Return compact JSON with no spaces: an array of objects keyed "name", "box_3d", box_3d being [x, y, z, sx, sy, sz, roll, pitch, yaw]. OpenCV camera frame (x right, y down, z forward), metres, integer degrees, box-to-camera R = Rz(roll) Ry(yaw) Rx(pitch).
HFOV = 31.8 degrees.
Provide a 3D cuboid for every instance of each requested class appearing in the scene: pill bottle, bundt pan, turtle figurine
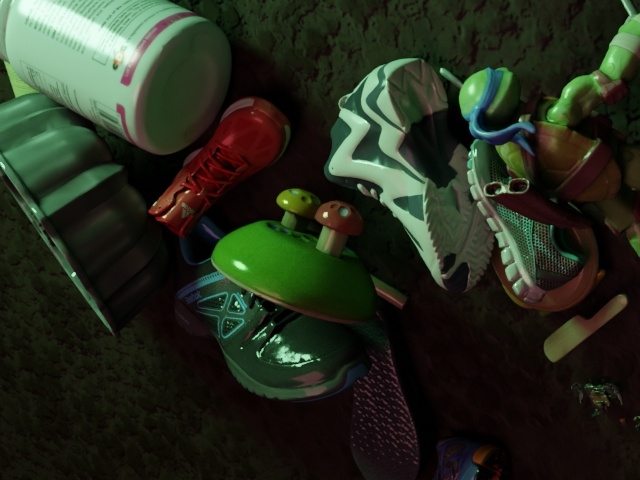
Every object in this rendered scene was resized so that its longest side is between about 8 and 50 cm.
[{"name":"pill bottle","box_3d":[-0.255,-0.224,1.290,0.283,0.160,0.160,29,132,25]},{"name":"bundt pan","box_3d":[-0.300,-0.048,1.404,0.331,0.124,0.331,50,166,17]},{"name":"turtle figurine","box_3d":[0.252,-0.102,0.962,0.266,0.275,0.198,36,115,-9]}]

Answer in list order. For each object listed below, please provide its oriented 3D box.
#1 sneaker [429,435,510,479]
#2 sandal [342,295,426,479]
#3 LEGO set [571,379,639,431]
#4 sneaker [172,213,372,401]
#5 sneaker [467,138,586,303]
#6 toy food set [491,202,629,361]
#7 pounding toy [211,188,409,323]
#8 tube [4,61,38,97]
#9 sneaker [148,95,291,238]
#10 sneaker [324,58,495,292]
[{"name":"sneaker","box_3d":[0.153,0.328,1.325,0.087,0.083,0.221,30,107,45]},{"name":"sandal","box_3d":[0.081,0.182,1.341,0.097,0.054,0.255,2,108,33]},{"name":"LEGO set","box_3d":[0.299,0.163,1.152,0.083,0.023,0.054,38,139,-2]},{"name":"sneaker","box_3d":[-0.077,0.077,1.315,0.340,0.125,0.140,24,131,44]},{"name":"sneaker","box_3d":[0.198,-0.028,1.064,0.076,0.065,0.167,-25,89,29]},{"name":"toy food set","box_3d":[0.221,0.011,1.115,0.192,0.038,0.132,57,133,14]},{"name":"pounding toy","box_3d":[0.000,0.000,1.195,0.183,0.237,0.110,25,102,21]},{"name":"tube","box_3d":[-0.384,-0.224,1.487,0.070,0.062,0.240,-108,8,-56]},{"name":"sneaker","box_3d":[-0.118,-0.067,1.280,0.087,0.128,0.221,36,144,-9]},{"name":"sneaker","box_3d":[0.080,-0.058,1.143,0.153,0.094,0.235,-8,110,59]}]
